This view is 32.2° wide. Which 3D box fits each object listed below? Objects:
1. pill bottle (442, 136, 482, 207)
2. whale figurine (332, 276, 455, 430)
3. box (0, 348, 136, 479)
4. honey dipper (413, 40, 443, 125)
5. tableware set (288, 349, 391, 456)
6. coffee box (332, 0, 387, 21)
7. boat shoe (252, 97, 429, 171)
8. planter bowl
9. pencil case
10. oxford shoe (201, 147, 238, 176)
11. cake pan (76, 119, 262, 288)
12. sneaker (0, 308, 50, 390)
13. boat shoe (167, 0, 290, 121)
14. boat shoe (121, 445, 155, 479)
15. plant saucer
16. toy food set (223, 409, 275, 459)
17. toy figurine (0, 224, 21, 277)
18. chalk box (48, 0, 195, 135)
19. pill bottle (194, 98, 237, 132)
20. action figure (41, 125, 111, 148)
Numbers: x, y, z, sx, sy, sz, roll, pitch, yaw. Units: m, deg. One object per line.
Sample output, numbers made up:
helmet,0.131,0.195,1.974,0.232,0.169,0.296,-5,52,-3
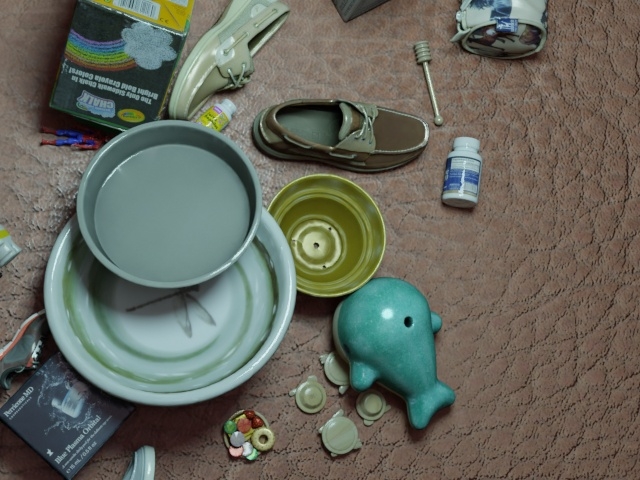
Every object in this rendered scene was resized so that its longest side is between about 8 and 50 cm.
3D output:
pill bottle,0.262,-0.126,2.038,0.067,0.067,0.120,12,76,-13
whale figurine,0.143,0.190,1.900,0.216,0.141,0.272,-33,94,-28
box,-0.404,0.274,1.764,0.158,0.093,0.156,43,72,-3
honey dipper,0.204,-0.293,2.076,0.030,0.030,0.161,-10,85,-17
tableware set,0.035,0.279,1.922,0.141,0.020,0.169,-36,88,-19
coffee box,0.083,-0.526,1.947,0.119,0.297,0.168,-30,89,-15
boat shoe,0.047,-0.192,1.965,0.324,0.116,0.123,-1,80,-16
planter bowl,0.000,0.000,1.927,0.217,0.090,0.217,2,76,-10
pencil case,0.332,-0.559,2.094,0.183,0.160,0.410,4,78,-29
oxford shoe,-0.142,-0.060,1.905,0.082,0.096,0.227,-2,101,16
cake pan,-0.239,-0.053,1.774,0.293,0.054,0.293,1,67,-3
sneaker,-0.463,0.177,1.776,0.065,0.061,0.158,40,82,21
boat shoe,-0.160,-0.319,1.936,0.098,0.109,0.302,31,67,4
boat shoe,-0.322,0.434,1.761,0.081,0.079,0.228,17,78,-16
plant saucer,-0.241,0.084,1.799,0.400,0.100,0.401,2,67,-4
toy food set,-0.123,0.327,1.868,0.082,0.020,0.083,-28,88,-18
toy figurine,-0.585,0.035,1.692,0.148,0.209,0.213,47,55,-5
chalk box,-0.331,-0.303,1.828,0.180,0.289,0.179,17,42,-13
pill bottle,-0.186,-0.211,1.944,0.043,0.043,0.083,45,71,-3
action figure,-0.414,-0.175,1.884,0.115,0.030,0.038,3,74,-17
